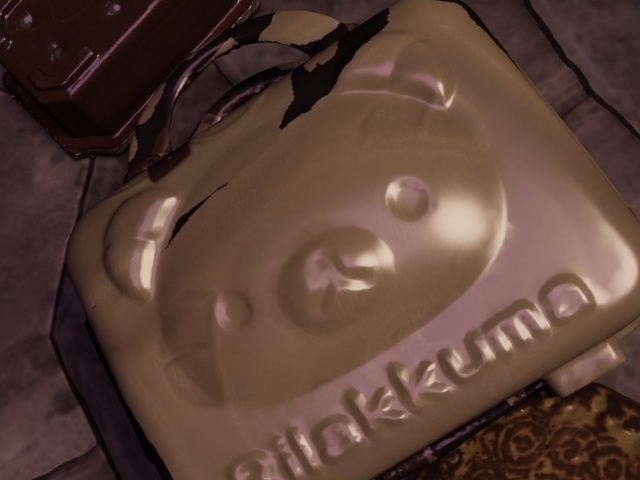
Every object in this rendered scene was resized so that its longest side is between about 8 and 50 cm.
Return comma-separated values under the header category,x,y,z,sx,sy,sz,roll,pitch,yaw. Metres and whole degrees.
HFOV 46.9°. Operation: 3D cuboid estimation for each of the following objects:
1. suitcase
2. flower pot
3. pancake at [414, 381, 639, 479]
category,x,y,z,sx,sy,sz,roll,pitch,yaw
suitcase,0.000,0.000,0.508,0.352,0.194,0.339,-33,72,5
flower pot,-0.184,-0.205,0.642,0.179,0.084,0.251,44,91,16
pancake,0.152,0.169,0.485,0.191,0.020,0.184,9,50,40
